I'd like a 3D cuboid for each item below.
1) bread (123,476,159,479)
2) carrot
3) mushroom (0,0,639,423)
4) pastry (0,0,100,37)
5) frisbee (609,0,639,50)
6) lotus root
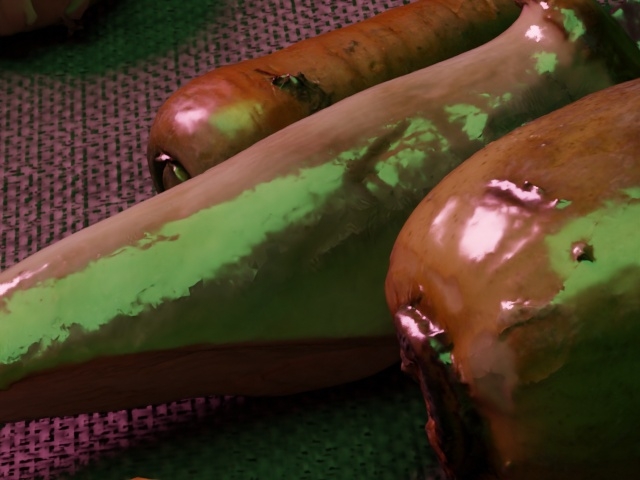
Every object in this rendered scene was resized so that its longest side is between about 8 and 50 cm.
[{"bbox_3d":[-0.110,0.154,0.552,0.294,0.132,0.166,2,39,11],"label":"bread"},{"bbox_3d":[0.046,-0.085,0.877,0.298,0.078,0.078,-31,46,-34],"label":"carrot"},{"bbox_3d":[0.002,0.003,0.749,0.333,0.087,0.107,-30,81,-20],"label":"mushroom"},{"bbox_3d":[-0.168,-0.169,0.986,0.166,0.088,0.165,-4,38,3],"label":"pastry"},{"bbox_3d":[0.188,-0.157,0.938,0.211,0.012,0.187,26,65,-5],"label":"frisbee"},{"bbox_3d":[0.152,0.006,0.686,0.278,0.154,0.154,-21,42,-21],"label":"lotus root"}]
